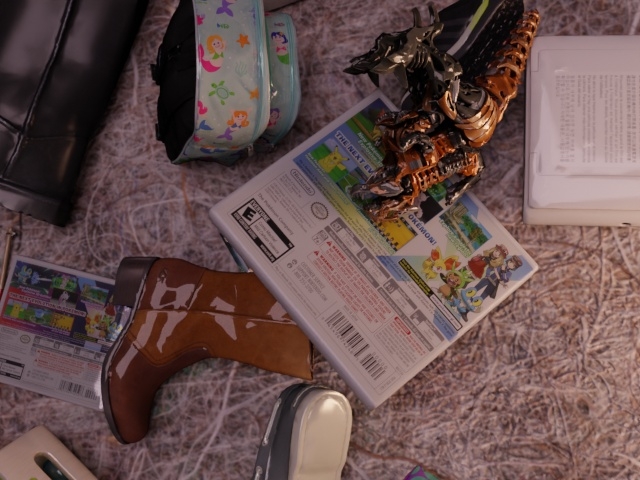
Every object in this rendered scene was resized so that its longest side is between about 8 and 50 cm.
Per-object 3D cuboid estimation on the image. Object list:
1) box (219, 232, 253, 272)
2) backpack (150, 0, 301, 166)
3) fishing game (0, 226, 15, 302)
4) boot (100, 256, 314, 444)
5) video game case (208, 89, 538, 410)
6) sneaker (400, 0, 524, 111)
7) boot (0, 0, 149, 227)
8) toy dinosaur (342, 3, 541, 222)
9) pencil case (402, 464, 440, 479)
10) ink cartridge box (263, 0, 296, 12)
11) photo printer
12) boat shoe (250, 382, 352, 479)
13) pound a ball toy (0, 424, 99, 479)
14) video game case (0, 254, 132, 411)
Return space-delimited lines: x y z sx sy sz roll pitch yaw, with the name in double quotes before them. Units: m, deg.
"box" 0.000 0.000 1.373 0.233 0.044 0.159 -31 77 3
"backpack" -0.127 -0.223 1.329 0.191 0.253 0.225 -2 78 -11
"fishing game" -0.585 0.026 1.470 0.264 0.041 0.189 8 85 10
"boot" -0.142 0.158 1.340 0.280 0.096 0.264 6 82 12
"video game case" 0.071 0.003 1.300 0.300 0.036 0.329 -37 80 -19
"sneaker" 0.186 -0.267 1.385 0.235 0.084 0.097 -49 48 0
"boot" -0.459 -0.286 1.411 0.367 0.146 0.445 20 87 -17
"toy dinosaur" 0.151 -0.174 1.277 0.218 0.164 0.322 46 65 -15
"pencil case" 0.162 0.359 1.276 0.151 0.064 0.070 39 64 14
"ink cartridge box" -0.041 -0.497 1.421 0.309 0.130 0.272 -18 77 6
"photo printer" 0.419 -0.143 1.296 0.307 0.107 0.256 0 80 9
"boat shoe" -0.044 0.342 1.315 0.099 0.116 0.319 14 90 55
"pound a ball toy" -0.282 0.370 1.295 0.319 0.136 0.208 40 124 13
"video game case" -0.372 0.131 1.426 0.201 0.023 0.183 14 83 12
